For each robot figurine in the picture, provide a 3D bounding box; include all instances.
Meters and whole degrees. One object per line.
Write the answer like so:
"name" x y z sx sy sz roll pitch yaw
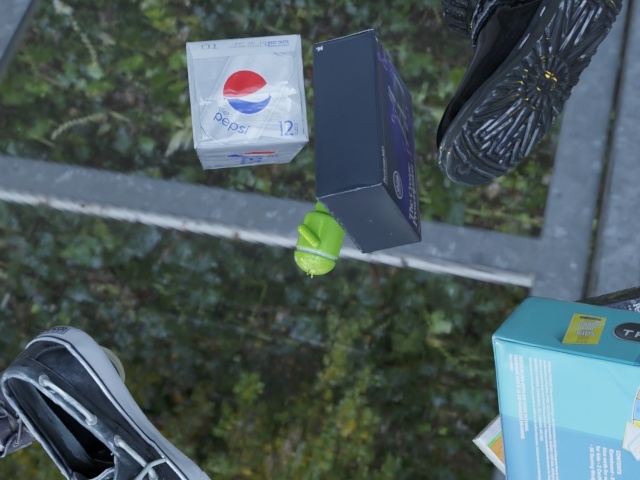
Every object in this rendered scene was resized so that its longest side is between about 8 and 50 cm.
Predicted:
"robot figurine" 0.000 0.000 1.614 0.067 0.115 0.101 15 172 13

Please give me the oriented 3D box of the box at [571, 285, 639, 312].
"box" 0.374 0.149 1.348 0.158 0.156 0.093 -19 179 35

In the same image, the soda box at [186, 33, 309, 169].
"soda box" -0.070 -0.122 0.995 0.098 0.091 0.286 -5 -179 -4

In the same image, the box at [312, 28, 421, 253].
"box" 0.068 -0.141 1.534 0.103 0.261 0.184 -13 150 21

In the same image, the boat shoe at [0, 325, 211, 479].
"boat shoe" -0.201 0.230 1.052 0.113 0.105 0.306 -22 106 27

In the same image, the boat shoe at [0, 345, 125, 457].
"boat shoe" -0.361 0.199 1.204 0.285 0.092 0.103 -15 109 1

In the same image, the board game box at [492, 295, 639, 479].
"board game box" 0.310 0.192 0.819 0.336 0.079 0.254 8 119 33

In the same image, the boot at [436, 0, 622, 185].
"boot" 0.228 -0.260 1.449 0.131 0.348 0.260 33 -174 -40

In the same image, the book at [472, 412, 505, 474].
"book" 0.335 0.347 1.738 0.144 0.096 0.035 47 163 6
